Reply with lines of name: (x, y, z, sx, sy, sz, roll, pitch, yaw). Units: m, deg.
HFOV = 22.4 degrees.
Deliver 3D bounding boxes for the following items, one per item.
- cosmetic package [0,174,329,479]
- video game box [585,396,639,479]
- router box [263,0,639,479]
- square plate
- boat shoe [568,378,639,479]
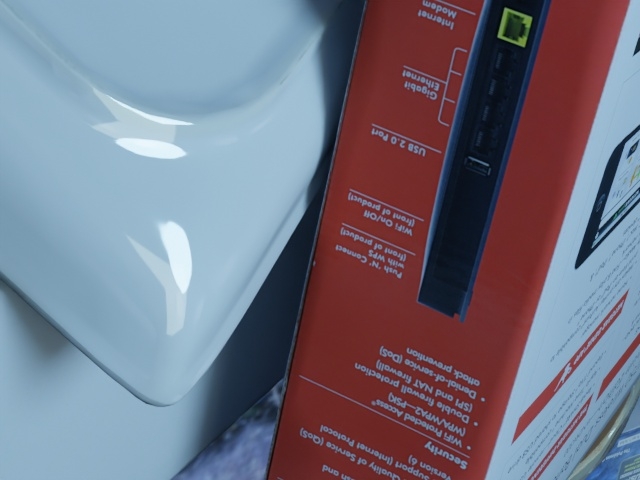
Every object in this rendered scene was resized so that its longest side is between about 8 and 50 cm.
cosmetic package: (-0.065, -0.078, 0.684, 0.453, 0.230, 0.161, -41, 148, -39)
video game box: (0.246, 0.228, 1.410, 0.205, 0.048, 0.187, -12, 126, -39)
router box: (0.111, -0.050, 0.639, 0.335, 0.082, 0.301, -38, 147, -53)
square plate: (-0.078, -0.183, 0.518, 0.344, 0.049, 0.347, 44, 53, -13)
boat shoe: (0.121, 0.140, 1.179, 0.324, 0.123, 0.116, -52, 137, -7)
